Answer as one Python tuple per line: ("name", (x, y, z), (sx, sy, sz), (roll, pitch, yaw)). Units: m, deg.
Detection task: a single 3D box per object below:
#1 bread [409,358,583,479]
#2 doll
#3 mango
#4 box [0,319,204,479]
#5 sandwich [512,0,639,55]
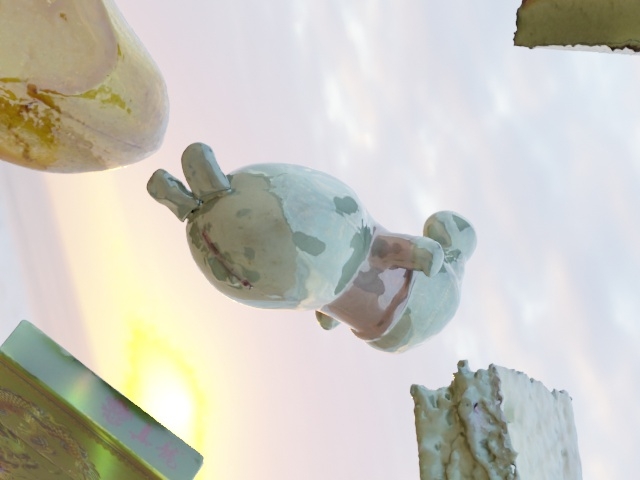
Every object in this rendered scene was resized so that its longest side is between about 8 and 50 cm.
("bread", (0.102, 0.147, 0.911), (0.232, 0.064, 0.172), (-72, 142, -56))
("doll", (0.003, 0.012, 1.176), (0.155, 0.275, 0.113), (-31, -129, 47))
("mango", (-0.245, -0.147, 1.357), (0.257, 0.187, 0.138), (48, -3, -30))
("box", (-0.225, 0.188, 1.257), (0.173, 0.043, 0.311), (39, -39, -5))
("sandwich", (0.309, -0.172, 1.235), (0.245, 0.212, 0.063), (12, -78, 49))
